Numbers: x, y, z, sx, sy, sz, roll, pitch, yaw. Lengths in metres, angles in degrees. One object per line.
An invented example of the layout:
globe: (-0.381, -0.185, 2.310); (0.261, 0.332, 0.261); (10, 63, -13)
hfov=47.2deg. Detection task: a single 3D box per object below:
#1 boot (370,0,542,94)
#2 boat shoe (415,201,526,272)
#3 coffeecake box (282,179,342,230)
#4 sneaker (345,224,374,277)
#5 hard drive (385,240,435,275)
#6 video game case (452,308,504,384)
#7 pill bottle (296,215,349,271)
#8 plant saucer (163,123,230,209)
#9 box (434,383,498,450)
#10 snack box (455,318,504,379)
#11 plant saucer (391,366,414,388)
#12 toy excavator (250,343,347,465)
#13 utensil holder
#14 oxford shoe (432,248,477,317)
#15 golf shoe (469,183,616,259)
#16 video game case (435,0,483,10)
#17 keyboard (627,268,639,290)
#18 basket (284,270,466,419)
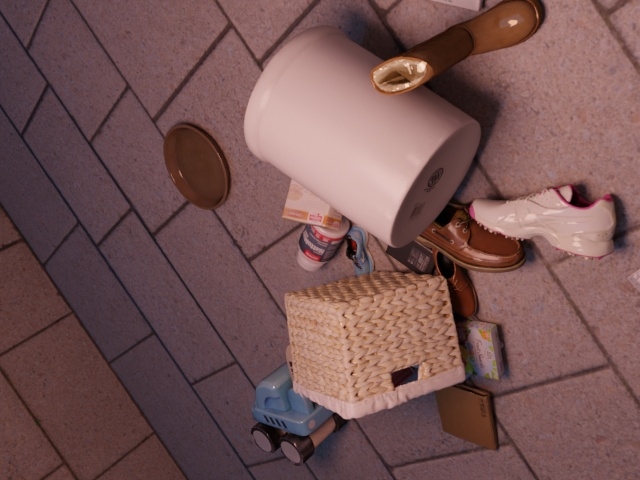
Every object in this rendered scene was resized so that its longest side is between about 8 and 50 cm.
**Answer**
boot: (0.259, -0.359, 1.372); (0.236, 0.269, 0.089); (-14, 106, 47)
boat shoe: (0.315, -0.021, 1.652); (0.307, 0.111, 0.104); (20, 140, 33)
coffeecake box: (-0.005, -0.130, 1.855); (0.142, 0.068, 0.186); (13, 88, 37)
sneaker: (0.092, 0.040, 1.942); (0.063, 0.073, 0.162); (8, 121, 40)
hard drive: (0.232, 0.030, 1.842); (0.135, 0.022, 0.094); (35, 135, 21)
video game case: (0.342, 0.254, 1.886); (0.193, 0.023, 0.212); (44, 139, 12)
pill bottle: (0.000, 0.000, 1.978); (0.108, 0.108, 0.180); (42, 138, 14)
plant saucer: (-0.372, -0.226, 2.231); (0.277, 0.041, 0.278); (24, 131, 31)
box: (0.387, 0.463, 1.965); (0.164, 0.021, 0.201); (12, 131, 39)
snack box: (0.391, 0.266, 1.799); (0.100, 0.037, 0.141); (5, 120, 40)
plant saucer: (0.133, 0.326, 2.113); (0.258, 0.047, 0.259); (47, 139, 9)
toy excavator: (-0.068, 0.441, 2.225); (0.432, 0.222, 0.445); (2, 118, 47)
utensil holder: (0.090, -0.216, 1.526); (0.385, 0.327, 0.328); (36, 135, 21)
oxford shoe: (0.316, 0.101, 1.757); (0.076, 0.076, 0.212); (-21, 105, 19)
golf shoe: (0.460, -0.063, 1.516); (0.306, 0.115, 0.140); (16, 116, 28)
video game case: (0.256, -0.539, 1.440); (0.157, 0.019, 0.143); (27, 131, 33)
keyboard: (0.730, 0.150, 1.459); (0.256, 0.014, 0.072); (48, 139, 8)
basket: (0.120, 0.236, 1.775); (0.331, 0.328, 0.267); (3, 104, 64)
